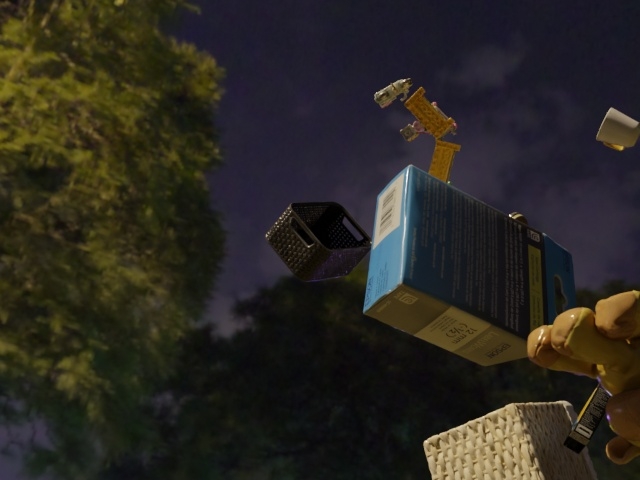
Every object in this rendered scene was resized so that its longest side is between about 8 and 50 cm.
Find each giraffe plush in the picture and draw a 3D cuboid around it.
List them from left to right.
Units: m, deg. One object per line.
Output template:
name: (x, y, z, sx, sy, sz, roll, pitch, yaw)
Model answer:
giraffe plush: (0.369, 0.169, 1.070, 0.210, 0.170, 0.181, 2, -25, -25)

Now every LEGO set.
LEGO set: (0.214, -0.175, 1.735, 0.132, 0.286, 0.107, -22, -6, 20)

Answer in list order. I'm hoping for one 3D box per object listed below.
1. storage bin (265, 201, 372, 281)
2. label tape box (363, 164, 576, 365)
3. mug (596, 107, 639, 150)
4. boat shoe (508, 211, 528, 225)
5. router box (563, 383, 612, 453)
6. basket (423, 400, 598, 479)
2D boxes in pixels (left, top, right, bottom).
storage bin: (0.000, 0.000, 1.683, 0.084, 0.122, 0.180, -50, -22, 24)
label tape box: (0.251, 0.063, 1.478, 0.348, 0.249, 0.115, 26, -42, -20)
mug: (0.533, -0.194, 1.614, 0.064, 0.062, 0.078, 25, 8, 18)
boat shoe: (0.377, -0.010, 1.800, 0.056, 0.049, 0.152, -27, -35, -9)
router box: (0.609, 0.403, 2.058, 0.046, 0.133, 0.179, 30, -16, 18)
basket: (0.483, 0.597, 2.280, 0.267, 0.331, 0.328, 16, -38, -44)
